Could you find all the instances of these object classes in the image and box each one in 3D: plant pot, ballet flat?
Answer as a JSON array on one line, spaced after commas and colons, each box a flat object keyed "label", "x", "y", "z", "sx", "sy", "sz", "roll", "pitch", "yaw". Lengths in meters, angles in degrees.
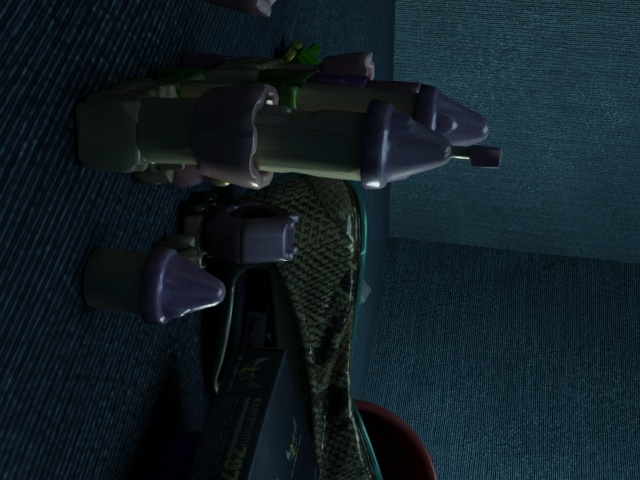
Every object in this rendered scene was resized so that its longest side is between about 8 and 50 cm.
[{"label": "plant pot", "x": 0.021, "y": 0.354, "z": 1.263, "sx": 0.243, "sy": 0.274, "sz": 0.275, "roll": 146, "pitch": -49, "yaw": -87}, {"label": "ballet flat", "x": -0.032, "y": 0.156, "z": 0.951, "sx": 0.164, "sy": 0.182, "sz": 0.483, "roll": -141, "pitch": -139, "yaw": -58}]

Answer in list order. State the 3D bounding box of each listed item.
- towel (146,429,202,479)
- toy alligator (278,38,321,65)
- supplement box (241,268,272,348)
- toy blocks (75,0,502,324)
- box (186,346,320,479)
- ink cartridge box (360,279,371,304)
[{"label": "towel", "x": -0.129, "y": 0.348, "z": 0.739, "sx": 0.228, "sy": 0.076, "sz": 0.308, "roll": 86, "pitch": 13, "yaw": -54}, {"label": "toy alligator", "x": -0.035, "y": -0.206, "z": 1.085, "sx": 0.051, "sy": 0.056, "sz": 0.190, "roll": -42, "pitch": -166, "yaw": 28}, {"label": "supplement box", "x": -0.044, "y": 0.104, "z": 1.169, "sx": 0.239, "sy": 0.073, "sz": 0.130, "roll": 27, "pitch": 70, "yaw": -80}, {"label": "toy blocks", "x": -0.005, "y": -0.080, "z": 0.630, "sx": 0.288, "sy": 0.260, "sz": 0.309, "roll": -64, "pitch": 158, "yaw": -69}, {"label": "box", "x": -0.061, "y": 0.238, "z": 0.748, "sx": 0.233, "sy": 0.059, "sz": 0.183, "roll": -74, "pitch": 158, "yaw": -50}, {"label": "ink cartridge box", "x": 0.000, "y": 0.000, "z": 1.113, "sx": 0.181, "sy": 0.056, "sz": 0.224, "roll": 54, "pitch": 13, "yaw": 0}]
